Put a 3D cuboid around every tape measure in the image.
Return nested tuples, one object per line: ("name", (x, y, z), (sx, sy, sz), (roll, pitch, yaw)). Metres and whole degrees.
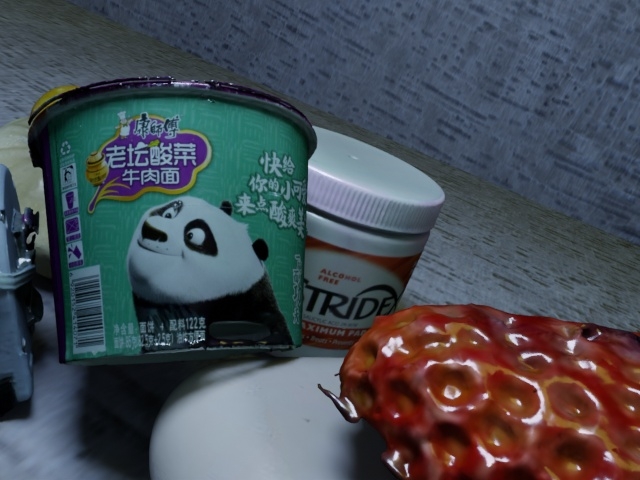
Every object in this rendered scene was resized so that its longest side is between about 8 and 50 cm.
("tape measure", (-0.295, 0.025, 0.472), (0.107, 0.181, 0.182), (-5, 32, -24))

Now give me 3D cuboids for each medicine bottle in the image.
("medicine bottle", (0.000, 0.000, 0.725), (0.252, 0.241, 0.252), (18, 21, -7))

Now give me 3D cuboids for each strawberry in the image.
("strawberry", (0.177, 0.121, 0.346), (0.280, 0.150, 0.253), (40, 14, 29))

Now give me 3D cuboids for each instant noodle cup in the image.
("instant noodle cup", (-0.119, 0.007, 0.480), (0.251, 0.190, 0.251), (-4, -13, -1))

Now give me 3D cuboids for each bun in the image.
("bun", (-0.297, -0.061, 0.701), (0.272, 0.168, 0.273), (24, 24, -12))

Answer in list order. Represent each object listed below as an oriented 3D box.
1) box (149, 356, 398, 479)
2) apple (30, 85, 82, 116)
("box", (0.045, 0.217, 0.384), (0.288, 0.141, 0.349), (10, 24, -32))
("apple", (-0.393, -0.180, 0.921), (0.147, 0.146, 0.163), (29, 24, 31))
